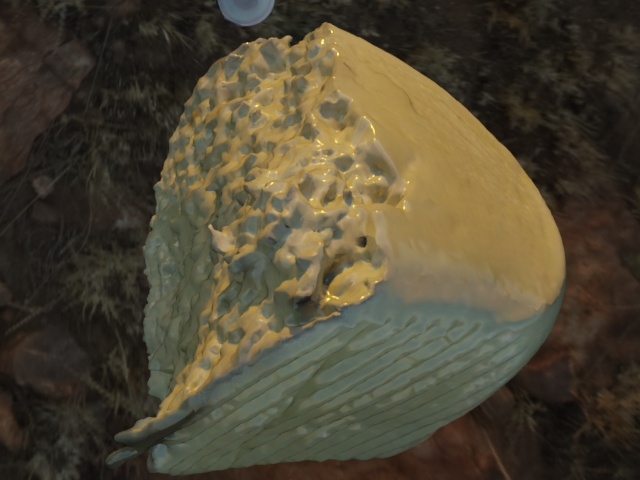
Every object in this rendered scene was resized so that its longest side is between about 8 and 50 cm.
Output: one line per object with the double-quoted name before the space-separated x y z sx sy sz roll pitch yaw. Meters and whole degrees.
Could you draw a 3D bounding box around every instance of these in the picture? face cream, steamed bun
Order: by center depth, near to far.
"steamed bun" 0.000 0.000 0.767 0.273 0.290 0.272 7 62 -32
"face cream" -0.077 -0.263 1.160 0.092 0.243 0.058 -12 109 -1
